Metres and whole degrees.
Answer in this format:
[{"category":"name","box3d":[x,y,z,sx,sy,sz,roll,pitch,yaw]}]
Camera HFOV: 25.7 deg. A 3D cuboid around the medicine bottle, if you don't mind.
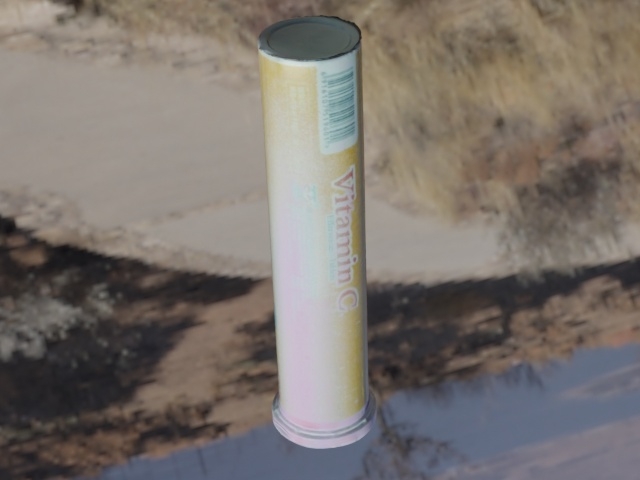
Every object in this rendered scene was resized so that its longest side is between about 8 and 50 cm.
[{"category":"medicine bottle","box3d":[0.000,0.000,1.322,0.108,0.108,0.426,-12,124,-16]}]
